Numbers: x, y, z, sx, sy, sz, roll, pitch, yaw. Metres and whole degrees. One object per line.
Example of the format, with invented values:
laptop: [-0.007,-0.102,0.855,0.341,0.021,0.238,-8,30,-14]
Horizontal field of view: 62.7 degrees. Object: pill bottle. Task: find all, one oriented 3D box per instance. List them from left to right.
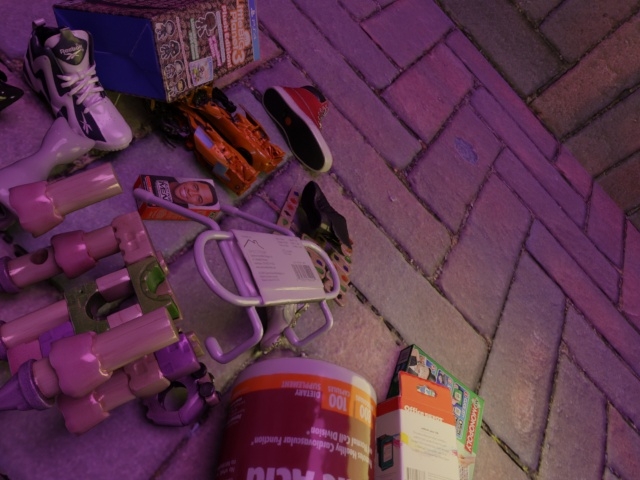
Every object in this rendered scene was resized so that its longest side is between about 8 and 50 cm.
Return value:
pill bottle: [-0.040,0.378,0.693,0.224,0.224,0.393,26,48,-23]

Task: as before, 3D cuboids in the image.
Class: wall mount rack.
wall mount rack: [-0.122,0.027,0.817,0.350,0.130,0.304,8,51,-61]

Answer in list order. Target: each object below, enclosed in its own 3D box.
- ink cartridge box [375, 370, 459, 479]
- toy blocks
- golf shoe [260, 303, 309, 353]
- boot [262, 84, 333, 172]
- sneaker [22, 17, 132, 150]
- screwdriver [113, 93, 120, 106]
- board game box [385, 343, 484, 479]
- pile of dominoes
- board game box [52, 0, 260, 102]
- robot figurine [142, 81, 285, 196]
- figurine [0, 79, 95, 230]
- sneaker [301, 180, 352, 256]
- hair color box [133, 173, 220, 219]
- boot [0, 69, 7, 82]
ink cartridge box: [0.165,0.361,0.912,0.134,0.078,0.231,25,49,-24]
toy blocks: [-0.320,0.119,0.690,0.259,0.309,0.289,-24,63,-13]
golf shoe: [-0.080,0.131,0.954,0.086,0.069,0.176,40,35,-2]
boot: [-0.009,-0.278,1.270,0.176,0.088,0.244,-20,72,-46]
sneaker: [-0.402,-0.268,0.873,0.094,0.153,0.235,-35,80,-35]
screwdriver: [-0.386,-0.259,0.988,0.024,0.025,0.170,25,54,-24]
board game box: [0.209,0.389,1.019,0.213,0.046,0.317,40,44,-11]
pile of dominoes: [0.000,0.000,1.083,0.196,0.040,0.251,36,34,-15]
board game box: [-0.291,-0.389,0.993,0.231,0.141,0.291,16,38,23]
robot figurine: [-0.216,-0.238,1.072,0.291,0.085,0.211,46,43,-4]
figurine: [-0.478,-0.147,0.788,0.214,0.092,0.210,36,47,-16]
sneaker: [0.014,-0.049,1.109,0.089,0.051,0.170,26,35,-35]
hair color box: [-0.260,-0.077,0.957,0.141,0.043,0.072,-1,62,-40]
boot: [-0.598,-0.267,0.795,0.137,0.076,0.198,45,44,-13]
